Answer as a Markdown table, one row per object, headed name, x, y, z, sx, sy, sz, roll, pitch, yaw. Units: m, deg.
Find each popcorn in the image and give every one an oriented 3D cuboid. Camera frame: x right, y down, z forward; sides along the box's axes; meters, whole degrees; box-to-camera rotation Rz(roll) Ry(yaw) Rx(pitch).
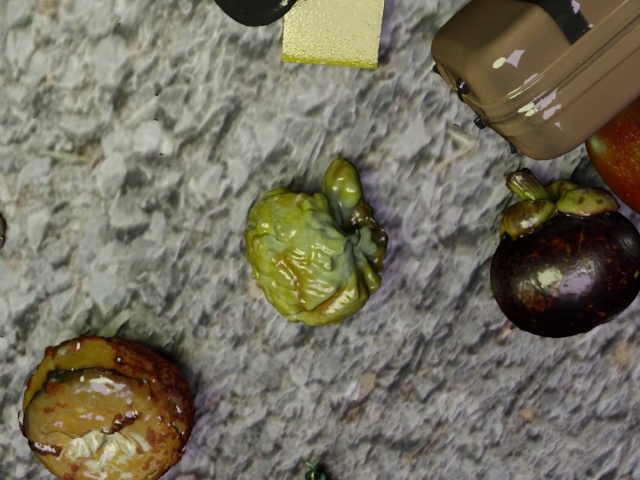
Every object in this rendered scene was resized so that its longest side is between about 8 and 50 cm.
| name | x | y | z | sx | sy | sz | roll | pitch | yaw |
| --- | --- | --- | --- | --- | --- | --- | --- | --- | --- |
| popcorn | 0.000 | 0.000 | 1.116 | 0.198 | 0.198 | 0.212 | 40 | 74 | -11 |

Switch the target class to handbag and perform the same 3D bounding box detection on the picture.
| name | x | y | z | sx | sy | sz | roll | pitch | yaw |
| --- | --- | --- | --- | --- | --- | --- | --- | --- | --- |
| handbag | 0.268 | -0.232 | 0.947 | 0.283 | 0.302 | 0.149 | -37 | 103 | 10 |

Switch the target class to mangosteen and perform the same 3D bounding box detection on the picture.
| name | x | y | z | sx | sy | sz | roll | pitch | yaw |
| --- | --- | --- | --- | --- | --- | --- | --- | --- | --- |
| mangosteen | 0.292 | 0.009 | 1.095 | 0.192 | 0.192 | 0.217 | -28 | 91 | 13 |

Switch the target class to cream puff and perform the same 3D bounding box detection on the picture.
| name | x | y | z | sx | sy | sz | roll | pitch | yaw |
| --- | --- | --- | --- | --- | --- | --- | --- | --- | --- |
| cream puff | -0.292 | 0.232 | 1.219 | 0.240 | 0.164 | 0.240 | 2 | 125 | 2 |

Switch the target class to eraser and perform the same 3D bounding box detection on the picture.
| name | x | y | z | sx | sy | sz | roll | pitch | yaw |
| --- | --- | --- | --- | --- | --- | --- | --- | --- | --- |
| eraser | 0.015 | -0.265 | 1.080 | 0.122 | 0.045 | 0.097 | 4 | 110 | 1 |

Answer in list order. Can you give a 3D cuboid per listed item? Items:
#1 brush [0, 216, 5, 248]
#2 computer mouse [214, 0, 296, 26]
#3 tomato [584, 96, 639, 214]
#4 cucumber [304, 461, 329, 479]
| name | x | y | z | sx | sy | sz | roll | pitch | yaw |
| --- | --- | --- | --- | --- | --- | --- | --- | --- | --- |
| brush | -0.585 | -0.040 | 1.190 | 0.312 | 0.067 | 0.072 | 16 | 111 | 0 |
| computer mouse | -0.068 | -0.383 | 1.020 | 0.147 | 0.088 | 0.264 | 4 | 104 | 27 |
| tomato | 0.461 | -0.140 | 0.991 | 0.303 | 0.303 | 0.239 | -37 | 120 | 15 |
| cucumber | 0.015 | 0.429 | 1.327 | 0.056 | 0.056 | 0.250 | -15 | 110 | 9 |
